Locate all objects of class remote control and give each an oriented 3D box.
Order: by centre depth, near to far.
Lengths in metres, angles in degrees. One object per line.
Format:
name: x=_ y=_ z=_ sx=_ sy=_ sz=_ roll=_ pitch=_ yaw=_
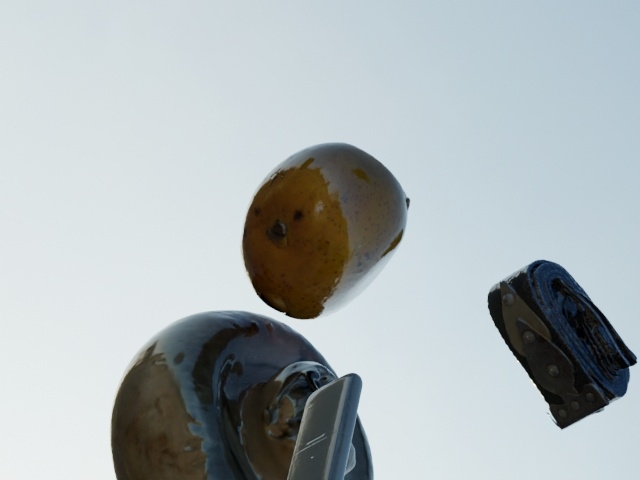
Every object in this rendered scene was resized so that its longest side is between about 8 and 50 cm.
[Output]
remote control: x=-0.001 y=0.218 z=1.653 sx=0.067 sy=0.261 sz=0.029 roll=-31 pitch=-67 yaw=26

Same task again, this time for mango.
mango: x=0.000 y=0.000 z=1.996 sx=0.160 sy=0.191 sz=0.290 roll=36 pitch=-8 yaw=11

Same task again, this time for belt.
belt: x=0.328 y=0.124 z=2.353 sx=0.128 sy=0.122 sz=0.218 roll=-38 pitch=-94 yaw=42

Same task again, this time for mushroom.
mushroom: x=-0.067 y=0.243 z=2.061 sx=0.295 sy=0.362 sz=0.362 roll=-29 pitch=-93 yaw=33
